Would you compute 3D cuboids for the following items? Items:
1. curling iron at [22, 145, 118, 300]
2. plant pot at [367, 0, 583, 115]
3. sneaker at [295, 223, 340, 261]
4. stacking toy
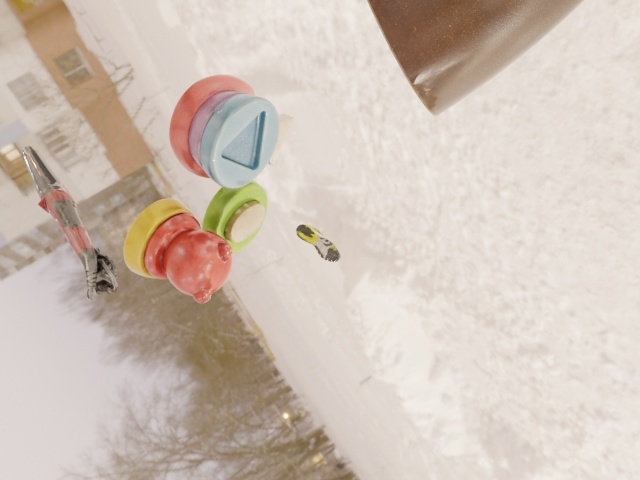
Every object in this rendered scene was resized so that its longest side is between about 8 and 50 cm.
[{"bbox_3d":[-0.286,-0.030,0.725,0.274,0.035,0.068,46,143,35],"label":"curling iron"},{"bbox_3d":[0.184,-0.284,0.718,0.215,0.230,0.215,49,-154,-35],"label":"plant pot"},{"bbox_3d":[0.000,0.000,1.038,0.083,0.031,0.035,42,-164,-3],"label":"sneaker"},{"bbox_3d":[-0.113,-0.067,0.967,0.130,0.309,0.279,29,-163,26],"label":"stacking toy"}]
